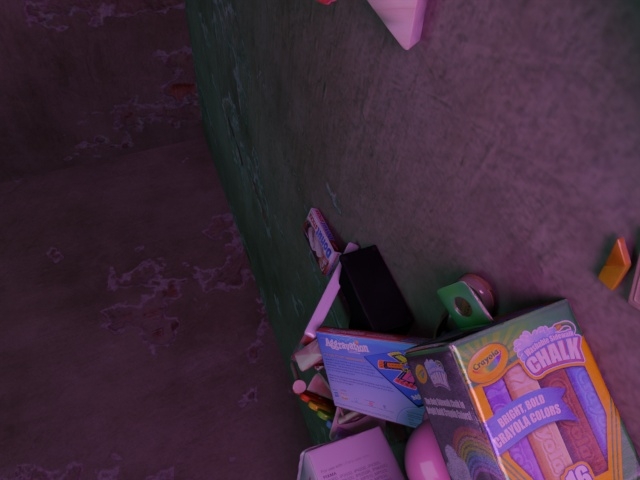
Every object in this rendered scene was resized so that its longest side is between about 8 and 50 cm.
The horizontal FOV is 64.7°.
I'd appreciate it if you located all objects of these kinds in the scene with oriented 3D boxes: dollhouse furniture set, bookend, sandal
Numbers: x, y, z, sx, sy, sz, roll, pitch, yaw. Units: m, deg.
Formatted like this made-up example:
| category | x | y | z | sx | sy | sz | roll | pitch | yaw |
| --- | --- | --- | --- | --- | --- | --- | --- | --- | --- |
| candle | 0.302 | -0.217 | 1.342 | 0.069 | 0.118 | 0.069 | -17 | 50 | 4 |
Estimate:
| category | x | y | z | sx | sy | sz | roll | pitch | yaw |
| --- | --- | --- | --- | --- | --- | --- | --- | --- | --- |
| dollhouse furniture set | 0.037 | 0.272 | 0.970 | 0.129 | 0.183 | 0.129 | -39 | 59 | 25 |
| bookend | 0.088 | 0.120 | 0.911 | 0.157 | 0.072 | 0.156 | 95 | 155 | -56 |
| sandal | 0.169 | 0.124 | 0.619 | 0.072 | 0.049 | 0.180 | 27 | 129 | 38 |

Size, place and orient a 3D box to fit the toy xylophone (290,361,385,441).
| category | x | y | z | sx | sy | sz | roll | pitch | yaw |
| --- | --- | --- | --- | --- | --- | --- | --- | --- | --- |
| toy xylophone | 0.025 | 0.377 | 1.178 | 0.322 | 0.236 | 0.081 | 139 | 154 | -84 |

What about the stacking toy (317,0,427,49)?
| category | x | y | z | sx | sy | sz | roll | pitch | yaw |
| --- | --- | --- | --- | --- | --- | --- | --- | --- | --- |
| stacking toy | 0.062 | -0.383 | 0.503 | 0.279 | 0.130 | 0.309 | 43 | 161 | 9 |

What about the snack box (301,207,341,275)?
| category | x | y | z | sx | sy | sz | roll | pitch | yaw |
| --- | --- | --- | --- | --- | --- | --- | --- | --- | --- |
| snack box | 0.000 | 0.000 | 1.122 | 0.064 | 0.022 | 0.178 | -64 | 30 | 26 |

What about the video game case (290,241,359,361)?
| category | x | y | z | sx | sy | sz | roll | pitch | yaw |
| --- | --- | --- | --- | --- | --- | --- | --- | --- | --- |
| video game case | 0.003 | 0.141 | 1.067 | 0.025 | 0.204 | 0.285 | 26 | 156 | 3 |

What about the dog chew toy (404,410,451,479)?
| category | x | y | z | sx | sy | sz | roll | pitch | yaw |
| --- | --- | --- | --- | --- | --- | --- | --- | --- | --- |
| dog chew toy | 0.193 | 0.356 | 0.575 | 0.207 | 0.206 | 0.332 | 101 | 157 | -60 |

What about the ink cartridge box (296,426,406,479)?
| category | x | y | z | sx | sy | sz | roll | pitch | yaw |
| --- | --- | --- | --- | --- | --- | --- | --- | --- | --- |
| ink cartridge box | 0.096 | 0.578 | 0.892 | 0.279 | 0.160 | 0.385 | 98 | 153 | -44 |

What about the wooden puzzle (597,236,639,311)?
| category | x | y | z | sx | sy | sz | roll | pitch | yaw |
| --- | --- | --- | --- | --- | --- | --- | --- | --- | --- |
| wooden puzzle | 0.251 | 0.035 | 0.353 | 0.116 | 0.014 | 0.079 | -125 | 19 | -50 |

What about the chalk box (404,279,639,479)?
| category | x | y | z | sx | sy | sz | roll | pitch | yaw |
| --- | --- | --- | --- | --- | --- | --- | --- | --- | --- |
| chalk box | 0.179 | 0.140 | 0.499 | 0.132 | 0.132 | 0.213 | 124 | 129 | -72 |

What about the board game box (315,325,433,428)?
| category | x | y | z | sx | sy | sz | roll | pitch | yaw |
| --- | --- | --- | --- | --- | --- | --- | --- | --- | --- |
| board game box | 0.111 | 0.213 | 0.776 | 0.281 | 0.027 | 0.145 | -3 | 106 | 47 |
